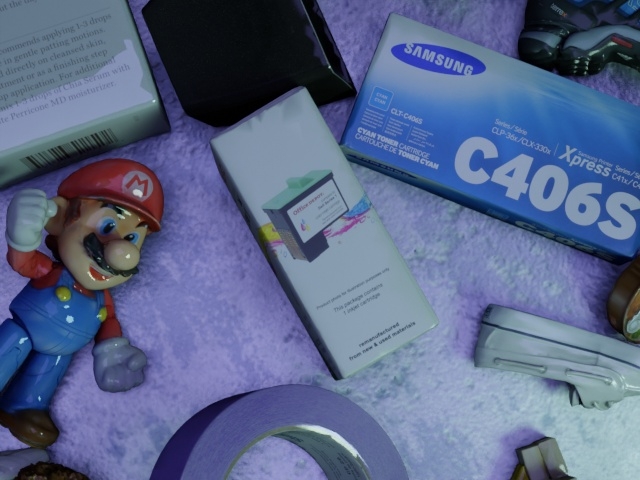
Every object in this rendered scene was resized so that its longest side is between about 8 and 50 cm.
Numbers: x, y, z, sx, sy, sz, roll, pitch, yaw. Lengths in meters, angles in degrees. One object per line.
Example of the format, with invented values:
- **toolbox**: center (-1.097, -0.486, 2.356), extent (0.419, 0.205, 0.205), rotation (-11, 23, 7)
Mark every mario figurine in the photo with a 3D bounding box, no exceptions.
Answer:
- **mario figurine**: center (-0.259, 0.062, 1.411), extent (0.170, 0.198, 0.320), rotation (27, 88, 14)

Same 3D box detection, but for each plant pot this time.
- **plant pot**: center (-0.083, -0.220, 1.456), extent (0.167, 0.188, 0.187), rotation (-24, 85, 9)

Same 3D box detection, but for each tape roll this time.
- **tape roll**: center (-0.040, 0.289, 1.380), extent (0.275, 0.090, 0.275), rotation (7, 75, -27)

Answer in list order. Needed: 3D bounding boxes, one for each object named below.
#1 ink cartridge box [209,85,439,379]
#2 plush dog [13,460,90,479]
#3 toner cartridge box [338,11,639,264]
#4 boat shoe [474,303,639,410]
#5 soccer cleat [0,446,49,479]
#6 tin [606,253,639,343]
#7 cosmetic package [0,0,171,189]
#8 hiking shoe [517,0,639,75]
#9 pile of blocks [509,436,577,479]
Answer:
- **ink cartridge box**: center (0.000, 0.000, 1.413), extent (0.117, 0.201, 0.278), rotation (-29, 85, -4)
- **plush dog**: center (-0.292, 0.356, 1.402), extent (0.225, 0.210, 0.262), rotation (-39, 114, -19)
- **toner cartridge box**: center (0.208, -0.111, 1.495), extent (0.348, 0.075, 0.165), rotation (21, 83, 1)
- **boat shoe**: center (0.295, 0.144, 1.469), extent (0.258, 0.095, 0.084), rotation (17, 88, 11)
- **soccer cleat**: center (-0.391, 0.252, 1.447), extent (0.196, 0.068, 0.076), rotation (-21, 82, -1)
- **tin**: center (0.390, 0.032, 1.472), extent (0.190, 0.106, 0.040), rotation (-44, 44, -6)
- **cosmetic package**: center (-0.345, -0.305, 1.459), extent (0.230, 0.161, 0.453), rotation (-19, 85, -3)
- **hiking shoe**: center (0.375, -0.249, 1.494), extent (0.304, 0.113, 0.132), rotation (6, 84, -1)
- **pile of blocks**: center (0.173, 0.374, 1.422), extent (0.149, 0.112, 0.362), rotation (19, 83, 1)
